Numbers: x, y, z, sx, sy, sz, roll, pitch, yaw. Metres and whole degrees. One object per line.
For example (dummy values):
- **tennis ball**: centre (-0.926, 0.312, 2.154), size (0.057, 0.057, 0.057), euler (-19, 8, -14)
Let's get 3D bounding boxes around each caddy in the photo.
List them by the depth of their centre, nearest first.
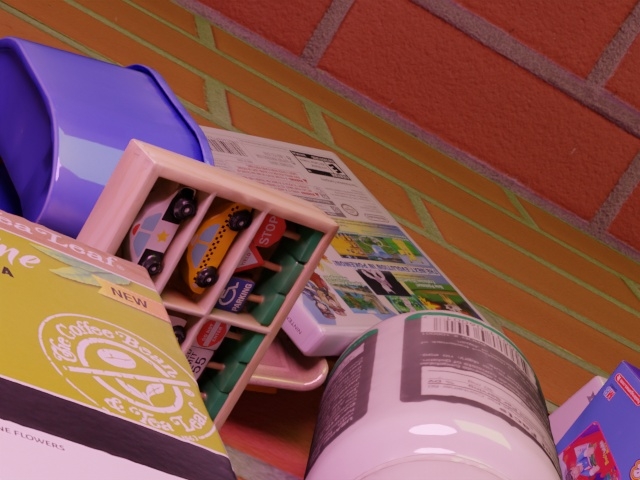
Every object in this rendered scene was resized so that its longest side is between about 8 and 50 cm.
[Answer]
- **caddy**: centre (-0.196, -0.020, 1.154), size (0.179, 0.241, 0.341), euler (17, 20, -32)

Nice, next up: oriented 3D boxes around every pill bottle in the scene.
- **pill bottle**: centre (0.086, 0.197, 1.080), size (0.204, 0.204, 0.361), euler (31, 14, -3)

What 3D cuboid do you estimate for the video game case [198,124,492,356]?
- **video game case**: centre (0.000, 0.000, 1.400), size (0.300, 0.036, 0.329), euler (49, 23, 27)

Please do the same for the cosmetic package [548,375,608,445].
- **cosmetic package**: centre (0.331, 0.279, 1.348), size (0.224, 0.138, 0.224), euler (24, 33, -37)

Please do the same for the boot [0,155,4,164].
- **boot**: centre (-0.303, -0.075, 1.331), size (0.244, 0.088, 0.176), euler (24, 49, 0)

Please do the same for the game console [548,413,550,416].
- **game console**: centre (0.221, 0.237, 1.554), size (0.213, 0.044, 0.361), euler (24, 17, -29)

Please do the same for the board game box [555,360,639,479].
- **board game box**: centre (0.268, 0.282, 1.108), size (0.078, 0.233, 0.347), euler (30, 14, -25)

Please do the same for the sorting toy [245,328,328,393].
- **sorting toy**: centre (-0.109, 0.086, 1.283), size (0.208, 0.038, 0.193), euler (5, 21, -11)

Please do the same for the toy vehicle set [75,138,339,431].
- **toy vehicle set**: centre (-0.117, 0.073, 0.947), size (0.166, 0.267, 0.035), euler (17, 19, -42)

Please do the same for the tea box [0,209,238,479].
- **tea box**: centre (-0.237, 0.115, 0.651), size (0.329, 0.220, 0.323), euler (24, 16, -29)
